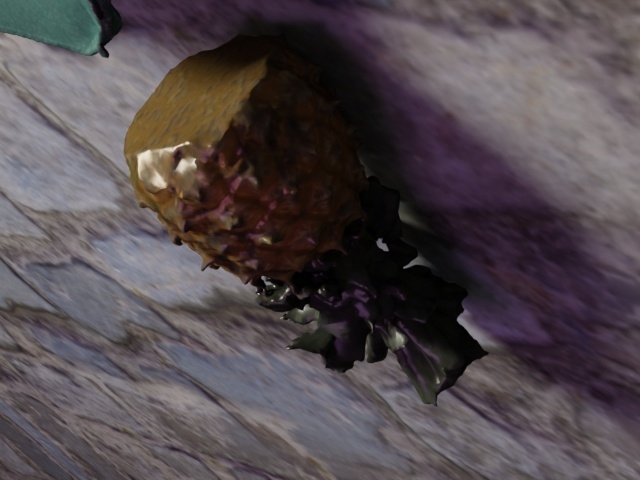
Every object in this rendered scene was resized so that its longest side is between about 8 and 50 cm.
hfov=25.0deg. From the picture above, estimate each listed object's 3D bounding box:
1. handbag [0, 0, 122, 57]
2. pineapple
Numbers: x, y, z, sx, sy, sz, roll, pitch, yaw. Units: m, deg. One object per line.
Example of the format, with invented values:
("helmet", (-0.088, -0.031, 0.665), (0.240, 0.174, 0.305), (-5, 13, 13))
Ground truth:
("handbag", (-0.222, -0.232, 0.757), (0.274, 0.100, 0.268), (13, 150, 47))
("pineapple", (0.001, -0.001, 0.828), (0.128, 0.128, 0.248), (9, 148, 50))
